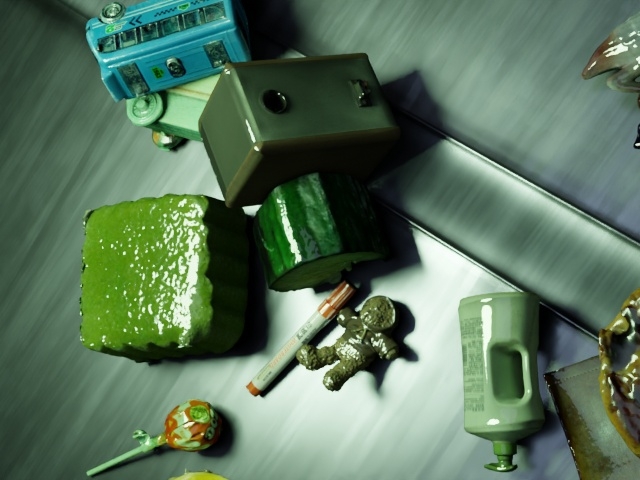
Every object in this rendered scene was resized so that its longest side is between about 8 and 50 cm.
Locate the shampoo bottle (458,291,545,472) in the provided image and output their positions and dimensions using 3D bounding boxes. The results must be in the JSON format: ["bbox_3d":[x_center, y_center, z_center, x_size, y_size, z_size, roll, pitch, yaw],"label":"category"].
[{"bbox_3d":[0.243,0.191,1.407,0.118,0.087,0.234,-11,75,43],"label":"shampoo bottle"}]

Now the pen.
[{"bbox_3d":[-0.030,0.148,1.583,0.239,0.028,0.028,-48,63,17],"label":"pen"}]

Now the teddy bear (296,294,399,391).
[{"bbox_3d":[0.055,0.152,1.525,0.160,0.078,0.119,-43,51,-7],"label":"teddy bear"}]

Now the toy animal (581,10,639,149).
[{"bbox_3d":[0.475,-0.274,1.377,0.195,0.090,0.324,29,103,22],"label":"toy animal"}]

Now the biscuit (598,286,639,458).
[{"bbox_3d":[0.510,0.155,1.277,0.334,0.081,0.289,-17,73,16],"label":"biscuit"}]

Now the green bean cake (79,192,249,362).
[{"bbox_3d":[-0.241,0.059,1.645,0.250,0.156,0.246,-8,76,26],"label":"green bean cake"}]

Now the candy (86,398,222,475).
[{"bbox_3d":[-0.271,0.327,1.672,0.288,0.084,0.078,-29,65,30],"label":"candy"}]

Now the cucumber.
[{"bbox_3d":[-0.008,0.000,1.528,0.191,0.191,0.130,-26,64,21],"label":"cucumber"}]

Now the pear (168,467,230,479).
[{"bbox_3d":[-0.229,0.473,1.552,0.267,0.178,0.266,-7,76,31],"label":"pear"}]

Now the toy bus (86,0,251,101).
[{"bbox_3d":[-0.237,-0.313,1.654,0.246,0.113,0.134,-16,55,5],"label":"toy bus"}]

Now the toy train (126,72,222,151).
[{"bbox_3d":[-0.183,-0.227,1.707,0.286,0.116,0.177,16,75,30],"label":"toy train"}]

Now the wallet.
[{"bbox_3d":[0.390,0.273,1.349,0.137,0.031,0.255,-21,73,20],"label":"wallet"}]

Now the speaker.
[{"bbox_3d":[-0.037,-0.160,1.517,0.192,0.231,0.153,-51,55,54],"label":"speaker"}]
